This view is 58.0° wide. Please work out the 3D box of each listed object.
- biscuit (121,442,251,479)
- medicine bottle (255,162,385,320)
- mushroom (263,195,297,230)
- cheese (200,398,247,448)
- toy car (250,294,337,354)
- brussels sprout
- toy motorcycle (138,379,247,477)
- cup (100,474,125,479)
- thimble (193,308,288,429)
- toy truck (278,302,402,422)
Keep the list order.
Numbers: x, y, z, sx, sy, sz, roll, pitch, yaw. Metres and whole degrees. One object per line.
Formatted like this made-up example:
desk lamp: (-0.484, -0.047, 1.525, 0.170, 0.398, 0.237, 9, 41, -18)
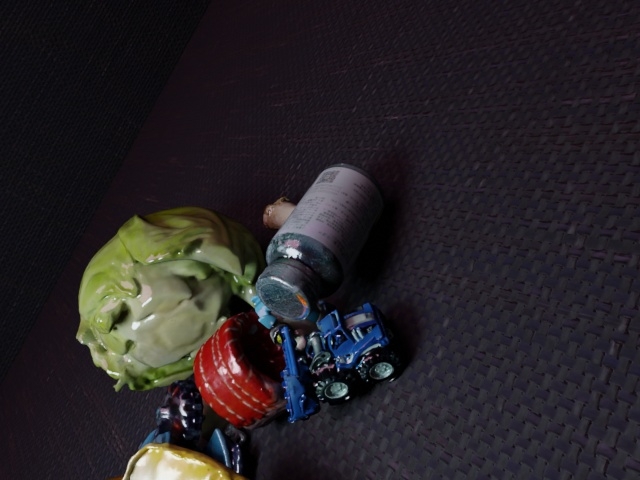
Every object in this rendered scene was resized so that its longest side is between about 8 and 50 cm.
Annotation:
biscuit: (-0.148, 0.525, 0.782, 0.446, 0.104, 0.429, 4, 77, 29)
medicine bottle: (0.000, 0.000, 1.004, 0.141, 0.141, 0.293, -21, 27, 45)
mushroom: (-0.044, -0.057, 1.266, 0.084, 0.071, 0.209, -38, 24, -31)
cheese: (-0.200, 0.365, 1.146, 0.092, 0.047, 0.171, -51, 38, 9)
toy car: (-0.037, 0.135, 1.017, 0.098, 0.161, 0.126, -43, 33, 5)
brussels sprout: (-0.334, 0.091, 1.274, 0.425, 0.342, 0.361, -40, 42, 9)
toy motorcycle: (-0.240, 0.467, 1.033, 0.232, 0.172, 0.416, -53, 45, 37)
cup: (-0.426, 0.567, 1.113, 0.182, 0.264, 0.226, -4, 72, 43)
thimble: (-0.125, 0.233, 1.028, 0.125, 0.189, 0.163, -46, -10, 23)
toy truck: (0.012, 0.181, 0.902, 0.208, 0.126, 0.113, -32, 36, 10)
